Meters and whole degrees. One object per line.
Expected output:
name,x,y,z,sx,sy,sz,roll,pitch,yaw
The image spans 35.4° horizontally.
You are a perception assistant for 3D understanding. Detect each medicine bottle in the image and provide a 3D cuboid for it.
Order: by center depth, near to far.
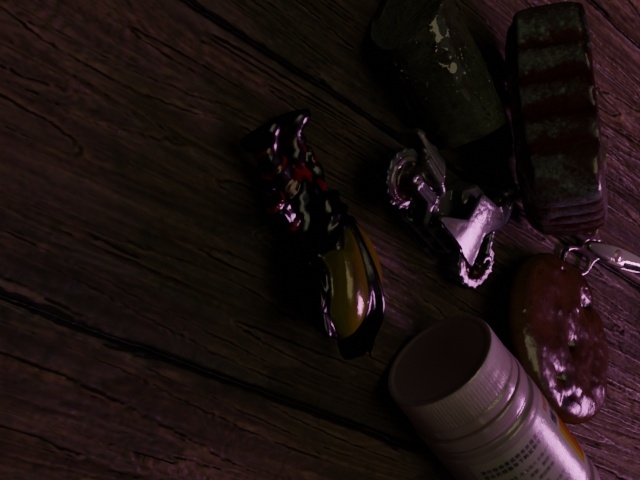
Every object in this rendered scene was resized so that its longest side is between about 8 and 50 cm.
medicine bottle,0.187,0.207,1.068,0.249,0.133,0.133,50,60,-25

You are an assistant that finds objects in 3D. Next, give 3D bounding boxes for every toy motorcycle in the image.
toy motorcycle,0.140,-0.041,1.063,0.215,0.080,0.122,45,67,-38

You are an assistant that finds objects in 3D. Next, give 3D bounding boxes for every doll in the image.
doll,0.002,0.000,0.951,0.127,0.088,0.248,-25,101,-36

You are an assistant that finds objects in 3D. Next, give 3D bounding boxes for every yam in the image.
yam,0.126,-0.174,1.048,0.107,0.107,0.183,-50,120,-28

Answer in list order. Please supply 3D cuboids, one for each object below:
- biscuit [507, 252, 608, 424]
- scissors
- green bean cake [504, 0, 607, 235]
biscuit,0.283,0.112,1.174,0.212,0.036,0.212,24,58,-45
scissors,0.373,0.018,1.289,0.176,0.022,0.085,17,82,-35
green bean cake,0.262,-0.132,1.119,0.198,0.097,0.232,28,56,-73
